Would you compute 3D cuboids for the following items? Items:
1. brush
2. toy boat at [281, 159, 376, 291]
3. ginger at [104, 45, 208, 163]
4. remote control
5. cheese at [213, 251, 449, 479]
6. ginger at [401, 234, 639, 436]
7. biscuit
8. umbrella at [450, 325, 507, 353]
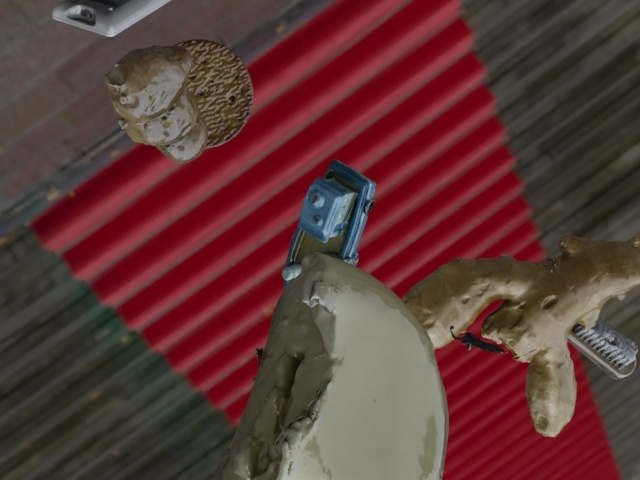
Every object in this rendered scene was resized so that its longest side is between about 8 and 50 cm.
[{"bbox_3d":[0.455,0.132,2.448,0.070,0.327,0.065,-52,-179,-33],"label":"brush"},{"bbox_3d":[0.000,0.000,2.001,0.098,0.109,0.238,-17,134,-53],"label":"toy boat"},{"bbox_3d":[-0.176,-0.147,1.498,0.104,0.080,0.204,-35,158,-9],"label":"ginger"},{"bbox_3d":[-0.272,-0.396,2.014,0.313,0.109,0.055,-47,151,-48],"label":"remote control"},{"bbox_3d":[0.009,0.154,1.183,0.127,0.233,0.266,-13,-129,37],"label":"cheese"},{"bbox_3d":[0.337,0.092,2.129,0.348,0.363,0.122,-56,-170,2],"label":"ginger"},{"bbox_3d":[-0.204,-0.247,2.254,0.188,0.188,0.027,-35,-172,-9],"label":"biscuit"},{"bbox_3d":[0.188,0.124,1.578,0.022,0.022,0.149,-23,-164,-16],"label":"umbrella"}]
